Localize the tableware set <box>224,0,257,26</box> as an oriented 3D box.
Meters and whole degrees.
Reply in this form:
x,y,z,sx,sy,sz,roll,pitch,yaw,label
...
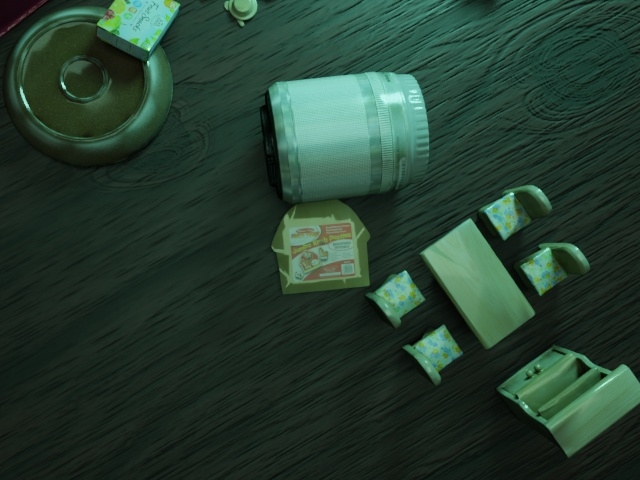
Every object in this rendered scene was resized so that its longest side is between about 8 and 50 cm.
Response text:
x,y,z,sx,sy,sz,roll,pitch,yaw,label
-0.150,-0.512,1.240,0.169,0.020,0.141,-42,91,-3,tableware set

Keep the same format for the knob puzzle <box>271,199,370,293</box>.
x,y,z,sx,sy,sz,roll,pitch,yaw,label
0.000,0.000,1.245,0.213,0.030,0.213,0,90,-5,knob puzzle

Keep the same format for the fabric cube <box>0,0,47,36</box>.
x,y,z,sx,sy,sz,roll,pitch,yaw,label
-0.602,-0.533,1.081,0.254,0.259,0.258,-41,95,-5,fabric cube

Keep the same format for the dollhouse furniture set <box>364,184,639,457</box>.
x,y,z,sx,sy,sz,roll,pitch,yaw,label
0.348,0.151,1.163,0.362,0.256,0.394,-35,93,-5,dollhouse furniture set

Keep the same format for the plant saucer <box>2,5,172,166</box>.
x,y,z,sx,sy,sz,roll,pitch,yaw,label
-0.436,-0.295,1.189,0.311,0.050,0.310,0,86,-6,plant saucer

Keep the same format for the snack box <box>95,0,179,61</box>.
x,y,z,sx,sy,sz,roll,pitch,yaw,label
-0.335,-0.406,1.178,0.100,0.037,0.141,26,57,-11,snack box

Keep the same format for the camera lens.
x,y,z,sx,sy,sz,roll,pitch,yaw,label
0.035,-0.185,1.154,0.275,0.219,0.219,-7,90,-5,camera lens
